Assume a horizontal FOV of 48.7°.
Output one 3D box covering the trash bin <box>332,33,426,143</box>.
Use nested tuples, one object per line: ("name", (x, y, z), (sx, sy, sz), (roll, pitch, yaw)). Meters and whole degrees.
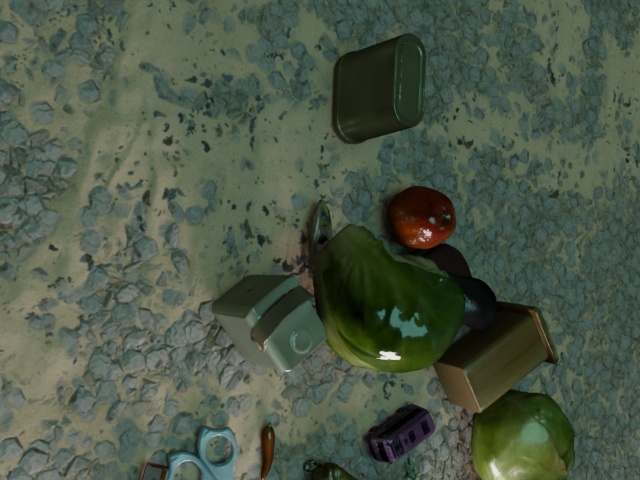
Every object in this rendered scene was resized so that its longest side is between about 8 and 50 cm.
("trash bin", (0.147, -0.379, 1.776), (0.121, 0.247, 0.244), (5, 86, -34))

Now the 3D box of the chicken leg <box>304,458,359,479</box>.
("chicken leg", (0.128, 0.696, 1.810), (0.429, 0.152, 0.201), (40, 61, -17))

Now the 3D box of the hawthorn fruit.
("hawthorn fruit", (0.272, -0.058, 1.893), (0.189, 0.189, 0.189), (1, 89, -32))

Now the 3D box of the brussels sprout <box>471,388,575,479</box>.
("brussels sprout", (0.578, 0.575, 2.042), (0.327, 0.247, 0.328), (-5, 104, -19))

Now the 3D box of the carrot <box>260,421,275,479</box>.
("carrot", (-0.129, 0.511, 1.713), (0.035, 0.035, 0.142), (2, 92, -32))

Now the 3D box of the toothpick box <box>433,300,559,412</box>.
("toothpick box", (0.495, 0.336, 2.031), (0.308, 0.190, 0.188), (-31, 106, -24))

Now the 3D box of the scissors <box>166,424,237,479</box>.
("scissors", (-0.218, 0.600, 1.658), (0.191, 0.029, 0.360), (-39, 111, -23))

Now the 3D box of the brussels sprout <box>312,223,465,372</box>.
("brussels sprout", (0.140, 0.141, 1.638), (0.371, 0.276, 0.315), (36, 80, 8))

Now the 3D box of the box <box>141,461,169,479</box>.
("box", (-0.384, 0.597, 1.534), (0.055, 0.039, 0.218), (17, 80, -8))

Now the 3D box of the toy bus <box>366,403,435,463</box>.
("toy bus", (0.216, 0.517, 1.891), (0.178, 0.098, 0.087), (-27, 104, -29))

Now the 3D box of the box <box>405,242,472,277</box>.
("box", (0.253, 0.173, 1.914), (0.403, 0.108, 0.263), (-27, 103, -30))

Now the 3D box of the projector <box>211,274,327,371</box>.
("projector", (-0.112, 0.183, 1.606), (0.163, 0.242, 0.177), (-41, 108, -28))

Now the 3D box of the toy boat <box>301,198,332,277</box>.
("toy boat", (0.000, 0.000, 1.783), (0.084, 0.066, 0.211), (2, 87, -34))

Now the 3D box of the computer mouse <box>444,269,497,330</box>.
("computer mouse", (0.401, 0.165, 1.900), (0.264, 0.088, 0.147), (10, 81, -31))

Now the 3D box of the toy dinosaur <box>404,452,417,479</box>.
("toy dinosaur", (0.255, 0.638, 1.961), (0.062, 0.021, 0.083), (42, 72, -32))
